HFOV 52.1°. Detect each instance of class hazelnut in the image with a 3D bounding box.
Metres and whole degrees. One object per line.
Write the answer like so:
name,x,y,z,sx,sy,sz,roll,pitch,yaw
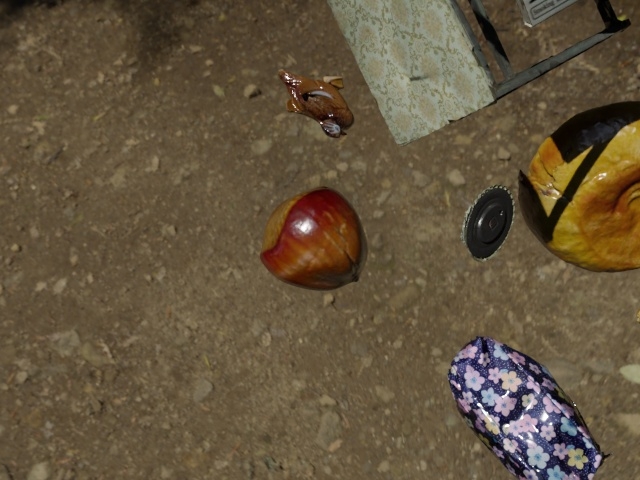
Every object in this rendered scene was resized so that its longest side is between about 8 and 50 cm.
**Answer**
hazelnut,0.000,0.000,1.300,0.229,0.229,0.229,-6,59,10

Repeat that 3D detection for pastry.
pastry,0.544,-0.095,1.194,0.356,0.356,0.164,-9,33,7

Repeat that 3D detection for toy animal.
toy animal,-0.013,-0.282,1.345,0.188,0.089,0.179,28,36,-13

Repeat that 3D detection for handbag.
handbag,0.267,0.226,0.867,0.127,0.208,0.229,-45,64,5

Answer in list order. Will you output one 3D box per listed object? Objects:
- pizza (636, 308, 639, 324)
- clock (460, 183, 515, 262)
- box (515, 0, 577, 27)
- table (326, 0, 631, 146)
pizza,0.731,0.165,1.258,0.188,0.062,0.199,-39,55,29
clock,0.174,-0.019,0.673,0.083,0.074,0.010,-49,36,-18
box,0.293,-0.339,0.743,0.177,0.115,0.036,-29,25,7
table,0.185,-0.352,0.883,0.272,0.222,0.335,-30,96,-24
